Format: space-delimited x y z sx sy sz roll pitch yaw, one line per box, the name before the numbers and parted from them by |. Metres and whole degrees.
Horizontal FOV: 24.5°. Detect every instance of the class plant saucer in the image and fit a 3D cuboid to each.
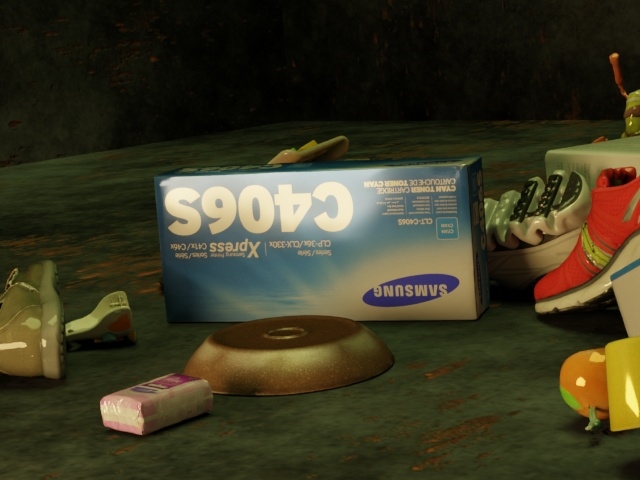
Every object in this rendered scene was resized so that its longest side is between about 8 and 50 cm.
plant saucer | -0.031 0.101 1.370 0.198 0.036 0.198 -4 9 1

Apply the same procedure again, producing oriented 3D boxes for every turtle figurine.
turtle figurine | 0.411 -0.086 1.820 0.217 0.269 0.087 27 47 36

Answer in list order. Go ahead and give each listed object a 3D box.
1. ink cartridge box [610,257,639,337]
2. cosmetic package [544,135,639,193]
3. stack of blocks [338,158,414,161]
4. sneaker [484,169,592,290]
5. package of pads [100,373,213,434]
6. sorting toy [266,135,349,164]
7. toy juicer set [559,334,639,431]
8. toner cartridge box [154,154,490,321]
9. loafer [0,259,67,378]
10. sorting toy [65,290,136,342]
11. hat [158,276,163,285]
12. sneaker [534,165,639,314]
ink cartridge box | 0.383 0.031 1.290 0.203 0.086 0.148 -10 -16 -27
cosmetic package | 0.374 -0.038 1.670 0.184 0.151 0.151 -10 10 -37
stack of blocks | 0.022 -0.059 2.165 0.171 0.087 0.297 3 12 39
sneaker | 0.182 0.008 1.643 0.292 0.118 0.110 -7 38 41
package of pads | -0.134 0.135 1.219 0.050 0.032 0.083 7 15 41
sorting toy | -0.067 -0.098 2.309 0.193 0.038 0.208 -39 -9 26
toy juicer set | 0.337 0.099 1.109 0.329 0.089 0.209 -10 -8 -15
toner cartridge box | 0.000 0.000 1.578 0.348 0.165 0.075 -2 10 18
loafer | -0.303 0.075 1.471 0.087 0.094 0.251 -2 9 -13
sorting toy | -0.233 0.088 1.537 0.075 0.045 0.083 -13 11 -8
hat | -0.040 -0.019 1.815 0.331 0.134 0.331 -5 8 1
sneaker | 0.292 -0.010 1.422 0.107 0.118 0.279 -6 -22 -28
